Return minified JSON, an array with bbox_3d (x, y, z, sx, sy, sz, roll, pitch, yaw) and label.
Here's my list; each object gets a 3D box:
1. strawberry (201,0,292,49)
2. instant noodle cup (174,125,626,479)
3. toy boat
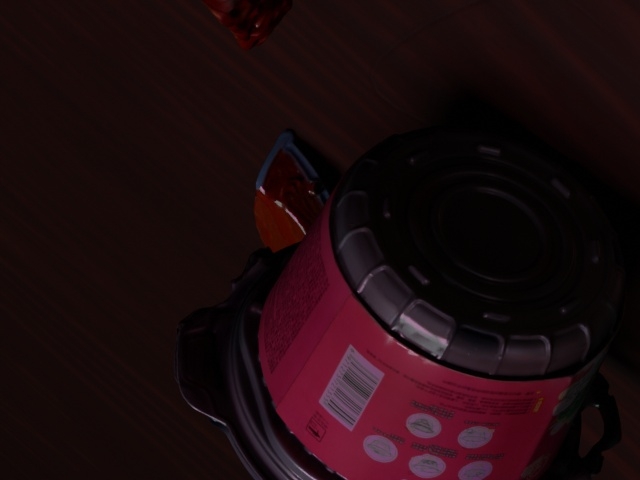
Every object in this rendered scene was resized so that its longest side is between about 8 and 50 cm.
[{"bbox_3d":[-0.052,-0.211,0.978,0.190,0.111,0.236,60,-173,28],"label":"strawberry"},{"bbox_3d":[0.076,0.048,1.058,0.181,0.302,0.258,114,149,-48],"label":"instant noodle cup"},{"bbox_3d":[0.000,0.000,1.263,0.069,0.059,0.173,5,129,49],"label":"toy boat"}]
